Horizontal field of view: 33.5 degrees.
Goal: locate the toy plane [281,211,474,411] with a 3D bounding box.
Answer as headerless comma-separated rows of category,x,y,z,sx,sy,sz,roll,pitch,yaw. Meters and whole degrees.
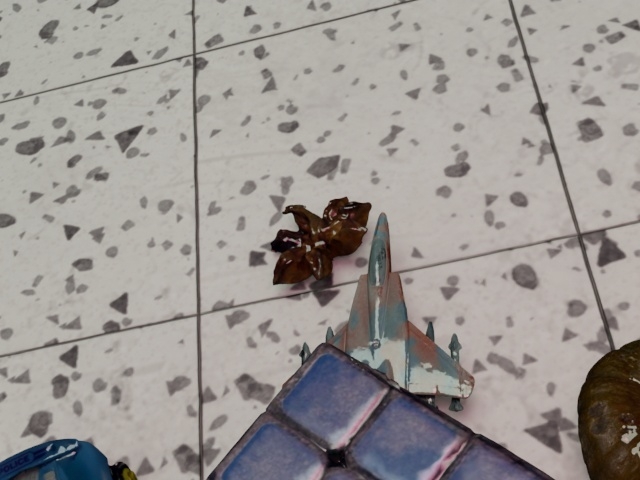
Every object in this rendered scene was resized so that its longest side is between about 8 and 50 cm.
toy plane,0.071,0.110,1.258,0.223,0.104,0.326,-4,50,13

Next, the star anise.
star anise,-0.001,0.000,1.376,0.168,0.057,0.168,-20,41,18

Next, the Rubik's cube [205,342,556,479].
Rubik's cube,0.058,0.357,0.926,0.344,0.344,0.337,29,67,33

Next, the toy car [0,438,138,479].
toy car,-0.281,0.364,1.141,0.198,0.166,0.314,-25,52,3

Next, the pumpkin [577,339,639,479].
pumpkin,0.368,0.192,1.070,0.219,0.162,0.219,-8,49,9
